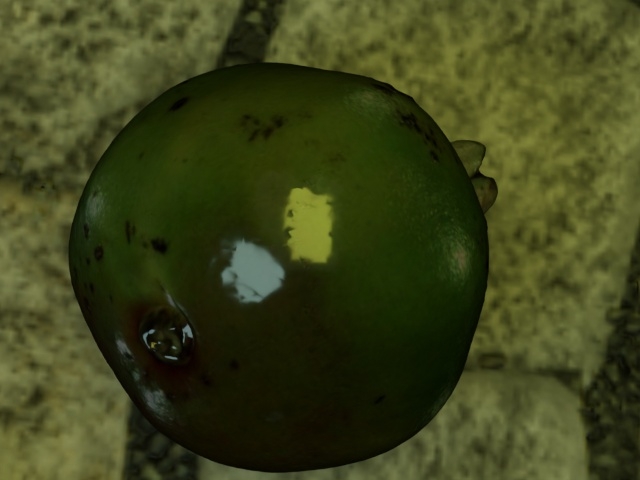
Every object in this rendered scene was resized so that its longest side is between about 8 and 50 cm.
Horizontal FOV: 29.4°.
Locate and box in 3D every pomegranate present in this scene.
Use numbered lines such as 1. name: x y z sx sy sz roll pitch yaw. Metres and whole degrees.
1. pomegranate: 0.000 0.000 0.525 0.210 0.180 0.180 -31 85 -41
